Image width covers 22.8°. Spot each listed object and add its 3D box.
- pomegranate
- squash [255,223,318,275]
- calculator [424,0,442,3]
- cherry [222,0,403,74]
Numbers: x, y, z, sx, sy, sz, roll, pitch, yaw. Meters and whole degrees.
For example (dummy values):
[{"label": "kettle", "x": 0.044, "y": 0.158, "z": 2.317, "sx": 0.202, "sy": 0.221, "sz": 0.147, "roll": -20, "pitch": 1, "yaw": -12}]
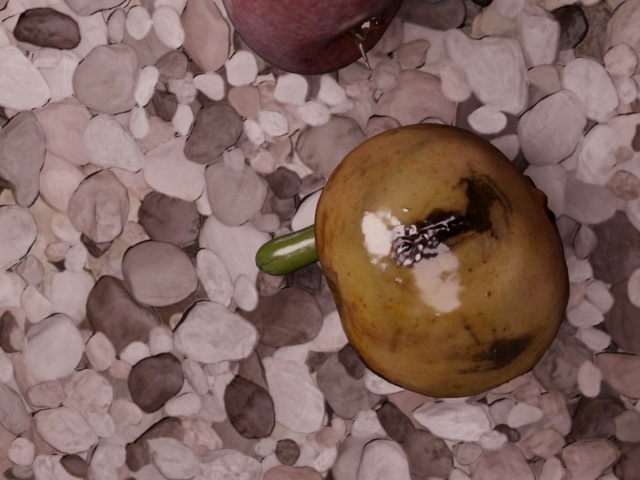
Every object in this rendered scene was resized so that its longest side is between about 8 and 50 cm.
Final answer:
[{"label": "pomegranate", "x": 0.139, "y": 0.022, "z": 1.819, "sx": 0.322, "sy": 0.322, "sz": 0.322, "roll": 3, "pitch": 104, "yaw": 14}, {"label": "squash", "x": 0.000, "y": 0.000, "z": 1.985, "sx": 0.183, "sy": 0.052, "sz": 0.052, "roll": -21, "pitch": 97, "yaw": 15}, {"label": "calculator", "x": 0.176, "y": -0.380, "z": 1.852, "sx": 0.246, "sy": 0.045, "sz": 0.141, "roll": -29, "pitch": 94, "yaw": 19}, {"label": "cherry", "x": -0.017, "y": -0.327, "z": 1.807, "sx": 0.221, "sy": 0.261, "sz": 0.307, "roll": -19, "pitch": 76, "yaw": -12}]
